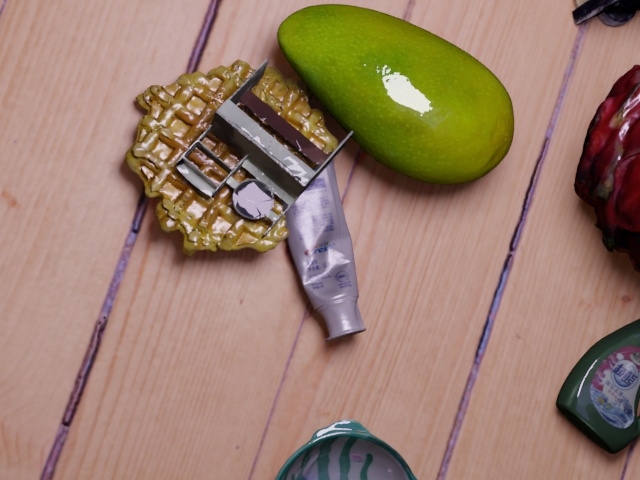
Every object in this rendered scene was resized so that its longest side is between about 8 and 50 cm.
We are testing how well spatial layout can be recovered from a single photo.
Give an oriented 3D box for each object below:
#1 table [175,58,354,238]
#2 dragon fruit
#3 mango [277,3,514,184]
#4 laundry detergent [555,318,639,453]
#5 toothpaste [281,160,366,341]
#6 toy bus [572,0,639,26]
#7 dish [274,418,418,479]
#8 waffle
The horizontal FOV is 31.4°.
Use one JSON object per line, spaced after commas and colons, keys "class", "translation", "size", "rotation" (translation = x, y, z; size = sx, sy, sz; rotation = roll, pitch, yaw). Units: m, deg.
{"class": "table", "translation": [-0.072, -0.115, 1.438], "size": [0.146, 0.062, 0.175], "rotation": [40, 69, 2]}
{"class": "dragon fruit", "translation": [0.493, -0.091, 1.492], "size": [0.329, 0.329, 0.329], "rotation": [1, 87, -11]}
{"class": "mango", "translation": [0.097, -0.195, 1.488], "size": [0.343, 0.156, 0.192], "rotation": [28, 54, -7]}
{"class": "laundry detergent", "translation": [0.432, 0.185, 1.586], "size": [0.137, 0.063, 0.211], "rotation": [43, 78, -8]}
{"class": "toothpaste", "translation": [0.000, 0.000, 1.520], "size": [0.096, 0.061, 0.266], "rotation": [-14, 83, -10]}
{"class": "toy bus", "translation": [0.499, -0.419, 1.589], "size": [0.305, 0.143, 0.179], "rotation": [-15, 88, -10]}
{"class": "dish", "translation": [0.011, 0.347, 1.484], "size": [0.246, 0.078, 0.224], "rotation": [-7, 88, -12]}
{"class": "waffle", "translation": [-0.112, -0.107, 1.486], "size": [0.291, 0.051, 0.291], "rotation": [2, 77, -10]}
